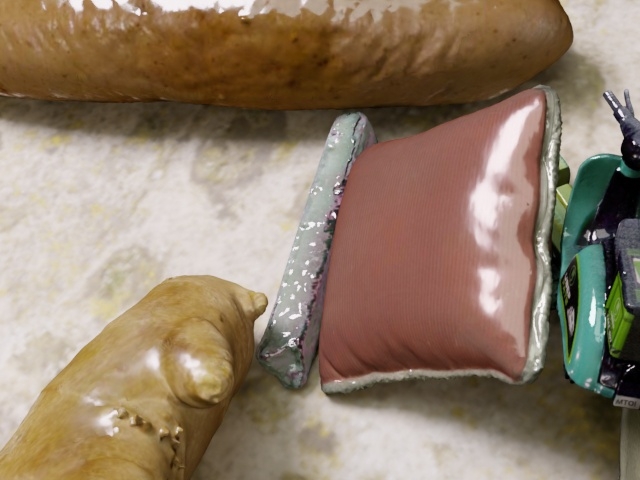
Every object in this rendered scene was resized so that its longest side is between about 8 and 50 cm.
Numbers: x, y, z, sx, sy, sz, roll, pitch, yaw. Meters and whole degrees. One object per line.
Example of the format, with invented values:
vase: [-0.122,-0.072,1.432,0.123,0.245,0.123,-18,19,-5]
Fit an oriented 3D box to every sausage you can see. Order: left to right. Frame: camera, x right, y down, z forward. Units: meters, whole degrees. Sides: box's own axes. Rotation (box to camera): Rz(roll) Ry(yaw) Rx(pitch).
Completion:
sausage: [-0.071,-0.157,0.750,0.501,0.136,0.123,3,89,12]

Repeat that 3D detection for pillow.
pillow: [0.073,0.006,0.603,0.179,0.075,0.171,-14,62,53]

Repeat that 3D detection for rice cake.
rice cake: [0.001,0.001,0.685,0.033,0.033,0.207,0,57,27]

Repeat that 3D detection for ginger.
ginger: [-0.122,0.146,0.487,0.348,0.122,0.363,-49,20,-16]

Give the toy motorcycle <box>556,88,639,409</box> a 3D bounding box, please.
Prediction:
toy motorcycle: [0.153,0.006,0.509,0.058,0.100,0.173,10,41,2]

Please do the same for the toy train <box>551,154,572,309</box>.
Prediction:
toy train: [0.137,-0.010,0.661,0.081,0.050,0.122,-20,54,-13]

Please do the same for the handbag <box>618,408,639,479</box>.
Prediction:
handbag: [0.285,0.051,0.554,0.253,0.109,0.315,12,59,13]
